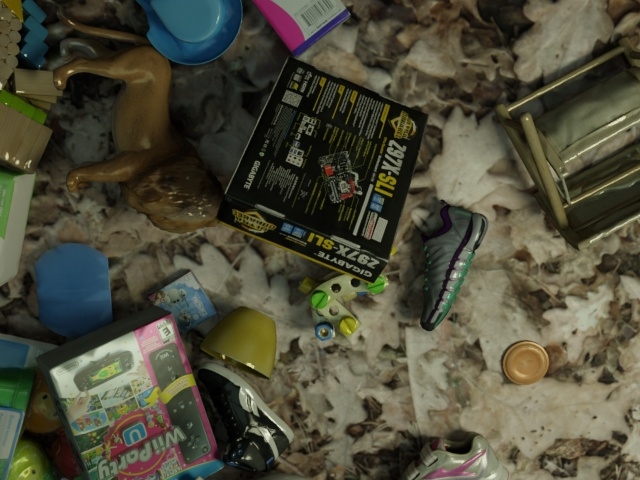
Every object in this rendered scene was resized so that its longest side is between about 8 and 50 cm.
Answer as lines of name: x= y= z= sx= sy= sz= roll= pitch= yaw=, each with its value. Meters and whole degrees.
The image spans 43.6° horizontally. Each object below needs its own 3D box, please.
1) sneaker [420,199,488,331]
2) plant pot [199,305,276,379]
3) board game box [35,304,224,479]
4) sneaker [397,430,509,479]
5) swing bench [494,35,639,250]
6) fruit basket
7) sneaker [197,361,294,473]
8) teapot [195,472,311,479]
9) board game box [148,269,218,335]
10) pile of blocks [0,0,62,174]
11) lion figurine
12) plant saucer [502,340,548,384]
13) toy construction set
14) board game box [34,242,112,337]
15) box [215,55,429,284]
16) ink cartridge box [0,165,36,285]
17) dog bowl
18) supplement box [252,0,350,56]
sneaker: x=0.206 y=0.043 z=1.392 sx=0.098 sy=0.083 sz=0.223 roll=26 pitch=96 yaw=16
plant pot: x=-0.130 y=0.170 z=1.389 sx=0.134 sy=0.134 sz=0.095 roll=25 pitch=75 yaw=-5
board game box: x=-0.317 y=0.295 z=1.356 sx=0.224 sy=0.098 sz=0.303 roll=-24 pitch=108 yaw=-30
sneaker: x=0.204 y=0.416 z=1.447 sx=0.253 sy=0.103 sz=0.111 roll=-20 pitch=96 yaw=-3
swing bench: x=0.464 y=-0.159 z=1.301 sx=0.253 sy=0.165 sz=0.254 roll=-28 pitch=105 yaw=4
fruit basket: x=-0.461 y=0.349 z=1.394 sx=0.353 sy=0.165 sz=0.326 roll=16 pitch=93 yaw=-12
sneaker: x=-0.153 y=0.322 z=1.404 sx=0.217 sy=0.079 sz=0.121 roll=44 pitch=55 yaw=-9
teapot: x=-0.105 y=0.530 z=1.411 sx=0.187 sy=0.253 sz=0.255 roll=-1 pitch=86 yaw=28
board game box: x=-0.244 y=0.113 z=1.421 sx=0.090 sy=0.020 sz=0.090 roll=-31 pitch=99 yaw=5
pile of blocks: x=-0.521 y=-0.289 z=1.316 sx=0.113 sy=0.149 sz=0.361 roll=2 pitch=93 yaw=43
lion figurine: x=-0.295 y=-0.198 z=1.305 sx=0.240 sy=0.142 sz=0.391 roll=-8 pitch=97 yaw=-6
plant saucer: x=0.372 y=0.222 z=1.446 sx=0.084 sy=0.013 sz=0.083 roll=0 pitch=101 yaw=-1
toy construction set: x=0.000 y=0.000 z=1.345 sx=0.215 sy=0.151 sz=0.327 roll=-34 pitch=110 yaw=6
board game box: x=-0.430 y=0.086 z=1.412 sx=0.133 sy=0.033 sz=0.168 roll=-3 pitch=96 yaw=6
box: x=0.012 y=-0.118 z=1.245 sx=0.257 sy=0.321 sz=0.079 roll=23 pitch=144 yaw=-6
ink cartridge box: x=-0.645 y=-0.051 z=1.341 sx=0.273 sy=0.115 sz=0.198 roll=14 pitch=100 yaw=-3
dog bowl: x=-0.239 y=-0.425 z=1.282 sx=0.166 sy=0.074 sz=0.297 roll=-33 pitch=100 yaw=14
supplement box: x=-0.062 y=-0.412 z=1.274 sx=0.111 sy=0.114 sz=0.220 roll=-37 pitch=100 yaw=7
